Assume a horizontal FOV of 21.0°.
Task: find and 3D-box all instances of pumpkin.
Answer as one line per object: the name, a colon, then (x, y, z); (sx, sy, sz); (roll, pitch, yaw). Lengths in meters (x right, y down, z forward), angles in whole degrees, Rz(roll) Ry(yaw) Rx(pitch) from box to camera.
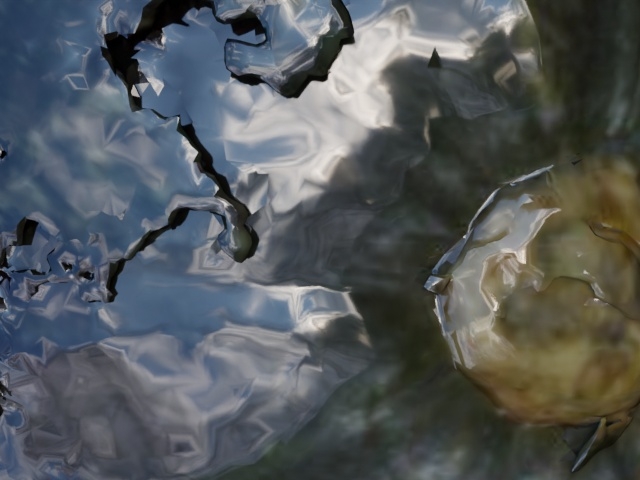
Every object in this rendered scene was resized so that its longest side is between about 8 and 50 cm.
pumpkin: (0.026, -0.020, 0.627); (0.344, 0.454, 0.454); (-118, 45, -66)
